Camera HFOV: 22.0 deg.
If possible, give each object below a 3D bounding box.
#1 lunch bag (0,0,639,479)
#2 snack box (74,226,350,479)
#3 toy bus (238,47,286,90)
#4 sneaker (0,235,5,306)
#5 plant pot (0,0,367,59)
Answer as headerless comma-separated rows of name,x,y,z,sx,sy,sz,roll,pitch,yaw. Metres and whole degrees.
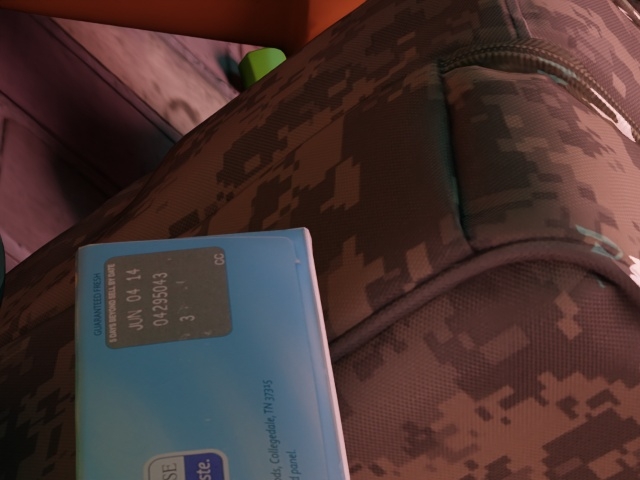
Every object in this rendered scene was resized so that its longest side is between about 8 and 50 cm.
lunch bag,0.012,0.040,0.590,0.212,0.305,0.256,42,26,-32
snack box,-0.015,0.178,0.411,0.187,0.060,0.322,-100,-174,-49
toy bus,-0.011,-0.180,1.144,0.202,0.191,0.104,57,-22,3
sneaker,-0.224,0.007,0.439,0.267,0.106,0.101,19,42,-26
plant pot,-0.067,-0.217,0.780,0.291,0.203,0.291,173,-90,-85
